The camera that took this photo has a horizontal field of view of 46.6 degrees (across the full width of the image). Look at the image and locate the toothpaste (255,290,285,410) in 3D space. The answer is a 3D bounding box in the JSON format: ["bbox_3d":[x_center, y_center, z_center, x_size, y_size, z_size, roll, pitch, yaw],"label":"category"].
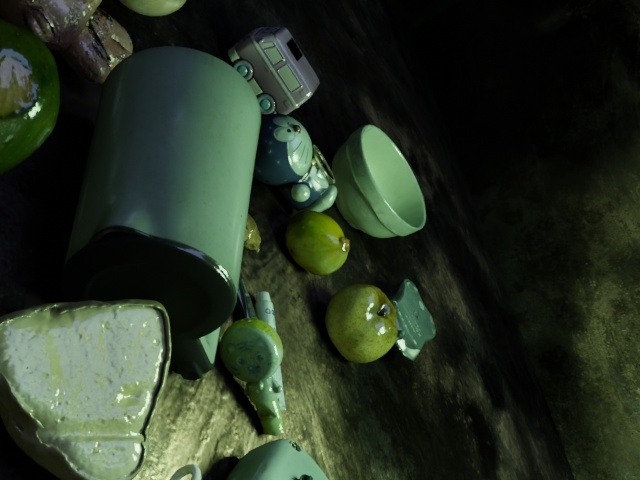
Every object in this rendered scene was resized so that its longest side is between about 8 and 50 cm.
[{"bbox_3d":[-0.090,0.192,1.312,0.052,0.033,0.218,31,41,-51],"label":"toothpaste"}]

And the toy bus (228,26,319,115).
[{"bbox_3d":[-0.109,-0.404,1.755,0.203,0.142,0.142,55,25,-17],"label":"toy bus"}]

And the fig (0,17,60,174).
[{"bbox_3d":[-0.411,-0.149,0.859,0.195,0.195,0.245,28,76,-53],"label":"fig"}]

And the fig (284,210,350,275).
[{"bbox_3d":[-0.009,0.005,1.575,0.153,0.121,0.136,46,23,20],"label":"fig"}]

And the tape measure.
[{"bbox_3d":[-0.042,0.424,1.048,0.246,0.125,0.243,56,24,-19],"label":"tape measure"}]

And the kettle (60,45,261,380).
[{"bbox_3d":[-0.211,-0.027,1.092,0.361,0.249,0.377,81,6,-48],"label":"kettle"}]

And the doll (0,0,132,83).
[{"bbox_3d":[-0.365,-0.359,1.171,0.201,0.156,0.303,63,18,16],"label":"doll"}]

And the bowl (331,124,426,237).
[{"bbox_3d":[0.135,-0.138,1.959,0.307,0.163,0.307,45,30,-35],"label":"bowl"}]

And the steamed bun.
[{"bbox_3d":[-0.278,0.178,0.842,0.231,0.110,0.213,1,76,-42],"label":"steamed bun"}]

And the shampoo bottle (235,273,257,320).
[{"bbox_3d":[-0.129,0.126,1.300,0.137,0.027,0.048,69,15,13],"label":"shampoo bottle"}]

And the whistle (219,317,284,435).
[{"bbox_3d":[-0.096,0.219,1.201,0.057,0.104,0.198,-42,117,-64],"label":"whistle"}]

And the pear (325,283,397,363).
[{"bbox_3d":[0.089,0.173,1.569,0.167,0.136,0.167,41,34,-35],"label":"pear"}]

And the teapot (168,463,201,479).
[{"bbox_3d":[-0.184,0.359,0.861,0.145,0.092,0.226,52,24,-31],"label":"teapot"}]

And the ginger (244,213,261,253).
[{"bbox_3d":[-0.182,-0.059,1.346,0.214,0.058,0.133,29,36,-55],"label":"ginger"}]

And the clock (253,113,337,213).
[{"bbox_3d":[-0.065,-0.161,1.594,0.243,0.146,0.200,47,23,-42],"label":"clock"}]

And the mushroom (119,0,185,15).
[{"bbox_3d":[-0.314,-0.534,1.394,0.204,0.204,0.204,46,28,-34],"label":"mushroom"}]

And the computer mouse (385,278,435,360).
[{"bbox_3d":[0.186,0.203,1.791,0.167,0.090,0.379,62,20,2],"label":"computer mouse"}]
